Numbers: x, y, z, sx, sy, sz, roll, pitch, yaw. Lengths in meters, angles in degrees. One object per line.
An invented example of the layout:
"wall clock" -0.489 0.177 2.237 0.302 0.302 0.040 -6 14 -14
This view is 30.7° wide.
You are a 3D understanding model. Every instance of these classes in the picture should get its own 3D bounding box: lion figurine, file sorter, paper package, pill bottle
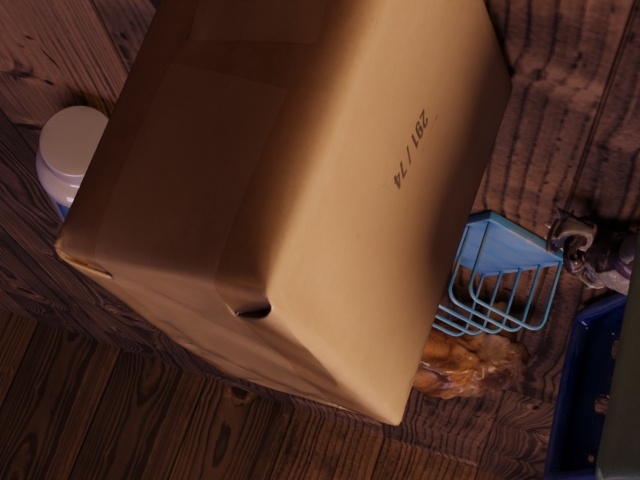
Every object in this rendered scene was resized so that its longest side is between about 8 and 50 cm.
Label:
"lion figurine" 0.078 0.132 1.530 0.392 0.142 0.240 5 -173 -40
"file sorter" 0.184 0.046 1.374 0.118 0.104 0.170 28 162 -21
"paper package" 0.000 -0.065 0.864 0.168 0.325 0.309 12 162 26
"pill bottle" -0.290 -0.085 1.475 0.124 0.124 0.221 20 164 2

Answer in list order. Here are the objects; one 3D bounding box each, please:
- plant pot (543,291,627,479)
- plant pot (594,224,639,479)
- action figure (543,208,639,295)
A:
"plant pot" 0.420 0.197 1.368 0.212 0.236 0.236 17 163 -9
"plant pot" 0.353 0.051 0.801 0.341 0.334 0.341 19 163 6
"action figure" 0.323 0.019 1.149 0.185 0.099 0.285 18 167 -11
